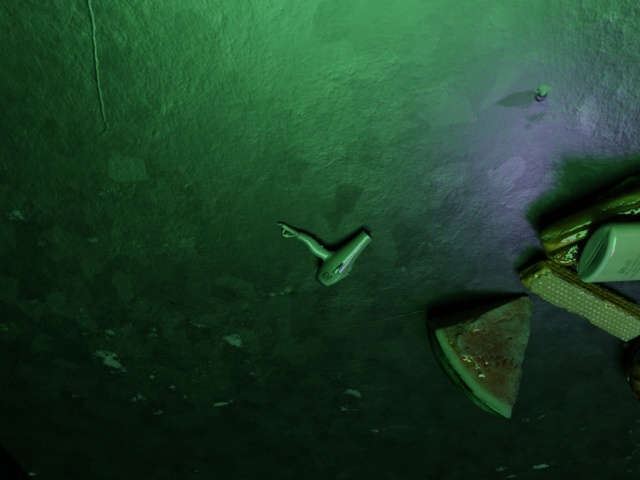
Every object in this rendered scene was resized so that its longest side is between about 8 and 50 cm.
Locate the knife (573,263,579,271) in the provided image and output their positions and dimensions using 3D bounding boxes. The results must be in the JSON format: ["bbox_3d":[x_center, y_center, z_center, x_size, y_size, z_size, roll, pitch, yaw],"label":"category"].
[{"bbox_3d":[0.748,-0.028,1.365,0.089,0.043,0.365,31,120,-21],"label":"knife"}]

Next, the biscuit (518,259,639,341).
[{"bbox_3d":[0.663,0.148,1.474,0.379,0.054,0.094,25,137,-19],"label":"biscuit"}]

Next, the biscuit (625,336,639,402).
[{"bbox_3d":[0.988,0.351,1.570,0.333,0.103,0.331,7,119,14],"label":"biscuit"}]

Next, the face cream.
[{"bbox_3d":[0.747,0.022,1.269,0.349,0.081,0.173,-2,139,-7],"label":"face cream"}]

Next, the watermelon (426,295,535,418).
[{"bbox_3d":[0.410,0.276,1.549,0.283,0.293,0.250,49,156,-5],"label":"watermelon"}]

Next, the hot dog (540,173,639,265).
[{"bbox_3d":[0.655,-0.053,1.311,0.338,0.100,0.135,-27,131,19],"label":"hot dog"}]

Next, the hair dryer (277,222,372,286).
[{"bbox_3d":[0.021,-0.005,1.376,0.167,0.067,0.199,-33,107,11],"label":"hair dryer"}]
